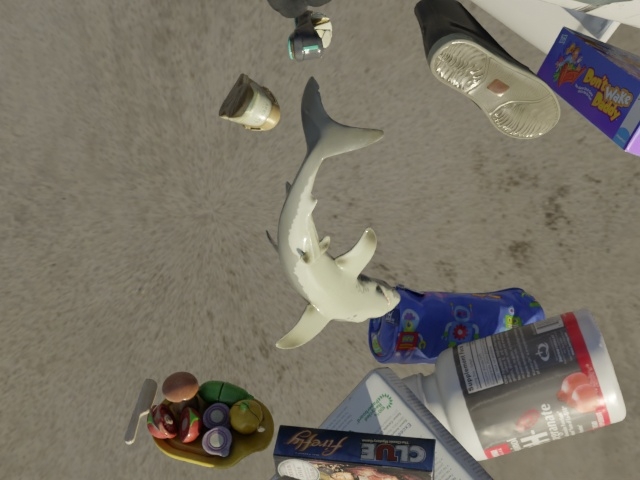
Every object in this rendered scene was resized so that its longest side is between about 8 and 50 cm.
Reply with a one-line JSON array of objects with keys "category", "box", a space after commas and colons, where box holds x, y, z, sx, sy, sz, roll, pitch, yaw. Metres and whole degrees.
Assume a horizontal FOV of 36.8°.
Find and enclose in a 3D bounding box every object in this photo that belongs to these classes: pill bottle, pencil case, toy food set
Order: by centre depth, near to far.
[{"category": "toy food set", "box": [-0.174, 0.240, 1.352, 0.218, 0.128, 0.071, 9, 135, 14]}, {"category": "pill bottle", "box": [0.279, 0.229, 1.454, 0.319, 0.176, 0.176, -19, 94, 10]}, {"category": "pencil case", "box": [0.229, 0.140, 1.615, 0.306, 0.119, 0.133, 2, 95, -19]}]

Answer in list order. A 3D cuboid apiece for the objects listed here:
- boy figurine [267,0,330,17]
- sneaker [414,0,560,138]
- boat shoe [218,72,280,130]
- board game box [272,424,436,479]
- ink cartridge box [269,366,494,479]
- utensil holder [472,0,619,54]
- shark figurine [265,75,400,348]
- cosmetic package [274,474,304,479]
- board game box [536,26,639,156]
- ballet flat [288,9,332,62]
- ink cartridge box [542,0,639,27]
[{"category": "boy figurine", "box": [-0.069, -0.505, 1.573, 0.177, 0.092, 0.285, -23, 65, 18]}, {"category": "sneaker", "box": [0.209, -0.217, 1.185, 0.222, 0.118, 0.083, 30, 124, -36]}, {"category": "boat shoe", "box": [-0.067, -0.129, 0.937, 0.045, 0.135, 0.050, 29, 100, -16]}, {"category": "board game box", "box": [0.042, 0.299, 1.058, 0.165, 0.042, 0.243, 3, 132, 9]}, {"category": "ink cartridge box", "box": [0.080, 0.387, 1.210, 0.330, 0.071, 0.324, 47, 107, 20]}, {"category": "utensil holder", "box": [0.374, -0.519, 1.621, 0.385, 0.327, 0.327, 38, 87, 8]}, {"category": "shark figurine", "box": [-0.018, -0.010, 0.982, 0.166, 0.116, 0.278, -31, 131, -20]}, {"category": "cosmetic package", "box": [0.041, 0.247, 0.611, 0.107, 0.238, 0.127, -16, 110, -49]}, {"category": "board game box", "box": [0.492, -0.160, 1.286, 0.347, 0.233, 0.078, 13, 117, -26]}, {"category": "ballet flat", "box": [-0.014, -0.351, 1.640, 0.074, 0.203, 0.074, 1, 117, 2]}, {"category": "ink cartridge box", "box": [0.169, -0.215, 0.573, 0.191, 0.082, 0.139, 3, 79, -33]}]
